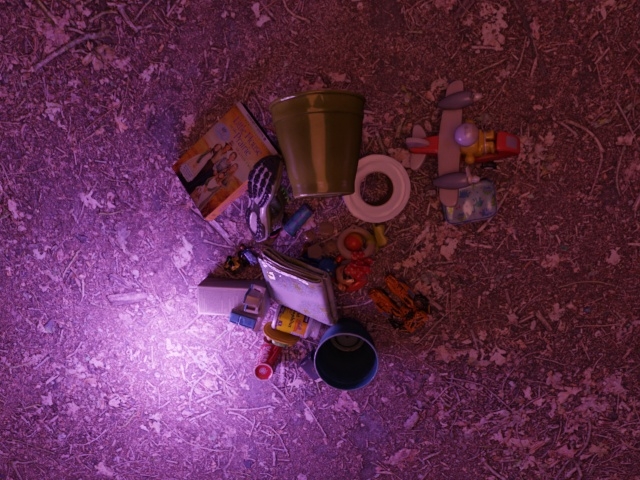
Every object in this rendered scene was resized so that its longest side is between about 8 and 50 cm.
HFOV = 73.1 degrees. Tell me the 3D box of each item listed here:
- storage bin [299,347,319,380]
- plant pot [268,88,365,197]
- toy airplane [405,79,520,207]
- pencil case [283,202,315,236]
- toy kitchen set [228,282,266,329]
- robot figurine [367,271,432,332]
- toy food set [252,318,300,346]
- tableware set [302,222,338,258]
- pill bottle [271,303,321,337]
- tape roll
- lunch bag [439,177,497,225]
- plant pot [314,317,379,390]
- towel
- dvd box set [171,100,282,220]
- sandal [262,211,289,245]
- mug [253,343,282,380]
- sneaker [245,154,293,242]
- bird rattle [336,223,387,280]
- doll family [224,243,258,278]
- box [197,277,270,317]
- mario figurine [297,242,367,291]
[{"bbox_3d":[-0.030,0.601,2.051,0.091,0.098,0.135,-39,98,23],"label":"storage bin"},{"bbox_3d":[-0.001,-0.340,1.637,0.366,0.366,0.353,-4,92,6],"label":"plant pot"},{"bbox_3d":[0.519,-0.380,1.662,0.384,0.272,0.386,-40,80,2],"label":"toy airplane"},{"bbox_3d":[-0.094,-0.089,1.895,0.152,0.064,0.070,-48,134,13],"label":"pencil case"},{"bbox_3d":[-0.324,0.291,1.829,0.122,0.166,0.207,18,105,-1],"label":"toy kitchen set"},{"bbox_3d":[0.362,0.294,1.940,0.291,0.085,0.211,43,104,-6],"label":"robot figurine"},{"bbox_3d":[-0.205,0.444,2.014,0.217,0.128,0.071,18,120,1],"label":"toy food set"},{"bbox_3d":[0.000,0.000,1.887,0.141,0.020,0.169,-15,66,-2],"label":"tableware set"},{"bbox_3d":[-0.108,0.376,1.984,0.215,0.117,0.117,17,105,0],"label":"pill bottle"},{"bbox_3d":[0.226,-0.218,1.802,0.286,0.100,0.286,-1,104,-3],"label":"tape roll"},{"bbox_3d":[0.615,-0.161,1.804,0.219,0.090,0.176,-11,102,7],"label":"lunch bag"},{"bbox_3d":[0.120,0.477,1.918,0.271,0.255,0.272,1,105,5],"label":"plant pot"},{"bbox_3d":[-0.090,0.204,1.812,0.320,0.090,0.374,23,149,25],"label":"towel"},{"bbox_3d":[-0.397,-0.329,1.804,0.420,0.062,0.308,-39,73,13],"label":"dvd box set"},{"bbox_3d":[-0.207,-0.051,1.926,0.067,0.040,0.179,36,104,-6],"label":"sandal"},{"bbox_3d":[-0.246,0.555,2.014,0.113,0.169,0.150,13,105,2],"label":"mug"},{"bbox_3d":[-0.192,-0.183,1.767,0.158,0.182,0.410,47,139,27],"label":"sneaker"},{"bbox_3d":[0.166,0.034,1.850,0.207,0.143,0.253,32,74,22],"label":"bird rattle"},{"bbox_3d":[-0.367,0.090,1.962,0.193,0.076,0.111,-36,94,7],"label":"doll family"},{"bbox_3d":[-0.393,0.259,1.977,0.311,0.121,0.148,4,103,4],"label":"box"},{"bbox_3d":[0.057,0.114,1.881,0.320,0.170,0.198,21,103,1],"label":"mario figurine"}]
